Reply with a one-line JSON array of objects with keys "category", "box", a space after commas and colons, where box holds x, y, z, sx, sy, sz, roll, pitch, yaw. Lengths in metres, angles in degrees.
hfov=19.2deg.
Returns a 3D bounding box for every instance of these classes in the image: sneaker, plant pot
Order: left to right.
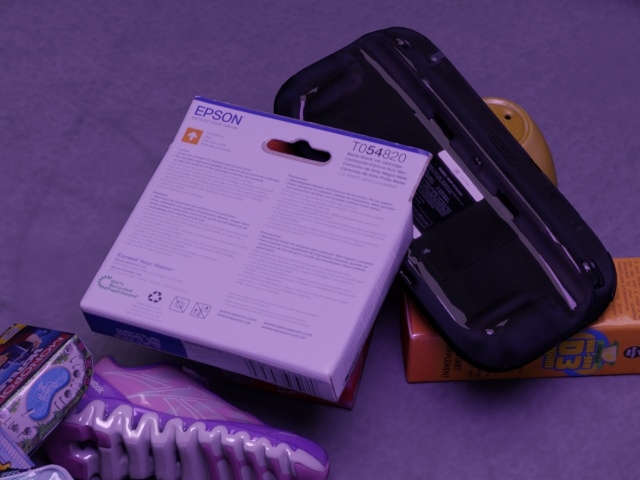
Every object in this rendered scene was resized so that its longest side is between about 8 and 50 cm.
[{"category": "sneaker", "box": [-0.104, 0.149, 1.547, 0.236, 0.095, 0.105, 11, 46, 8]}, {"category": "plant pot", "box": [0.153, -0.073, 1.713, 0.134, 0.095, 0.134, 1, 53, -1]}]

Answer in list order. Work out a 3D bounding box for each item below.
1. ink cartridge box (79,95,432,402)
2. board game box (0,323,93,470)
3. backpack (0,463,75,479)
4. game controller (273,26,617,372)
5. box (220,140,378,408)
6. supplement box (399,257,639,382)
[{"category": "ink cartridge box", "box": [-0.047, 0.002, 1.514, 0.223, 0.045, 0.224, 15, 60, 20]}, {"category": "board game box", "box": [-0.256, 0.155, 1.466, 0.194, 0.060, 0.194, -45, 21, -19]}, {"category": "backpack", "box": [-0.270, 0.275, 1.278, 0.253, 0.191, 0.225, -10, 84, -4]}, {"category": "game controller", "box": [0.102, -0.040, 1.576, 0.166, 0.067, 0.319, -32, 72, -18]}, {"category": "box", "box": [0.000, 0.000, 1.635, 0.122, 0.128, 0.257, 11, 53, 8]}, {"category": "supplement box", "box": [0.187, 0.068, 1.618, 0.233, 0.078, 0.080, -4, 53, -3]}]
